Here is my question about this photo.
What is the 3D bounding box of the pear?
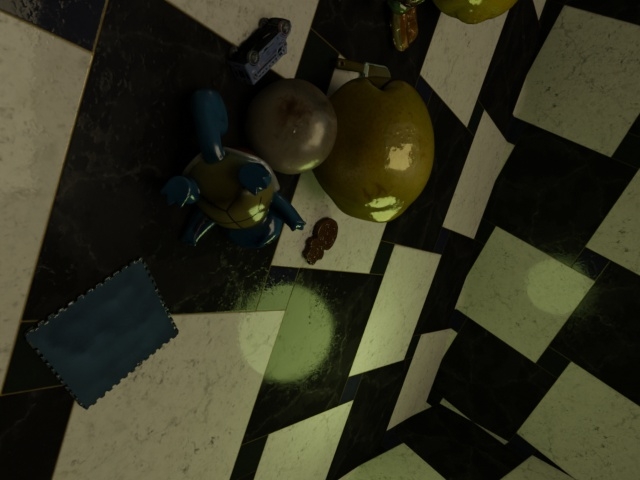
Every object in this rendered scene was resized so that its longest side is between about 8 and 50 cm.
[{"bbox_3d":[0.145,-0.253,1.268,0.362,0.362,0.419,-40,143,-35],"label":"pear"}]

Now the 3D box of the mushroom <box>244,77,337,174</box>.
[{"bbox_3d":[-0.072,-0.278,1.091,0.226,0.178,0.227,-2,109,-7],"label":"mushroom"}]

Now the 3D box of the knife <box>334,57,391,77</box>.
[{"bbox_3d":[0.140,-0.523,1.387,0.343,0.027,0.061,-21,121,-52],"label":"knife"}]

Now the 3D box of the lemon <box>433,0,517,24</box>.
[{"bbox_3d":[0.514,-0.891,1.444,0.348,0.347,0.348,-31,132,-42],"label":"lemon"}]

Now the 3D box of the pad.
[{"bbox_3d":[-0.456,0.204,0.977,0.269,0.012,0.269,-40,137,-36],"label":"pad"}]

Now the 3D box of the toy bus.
[{"bbox_3d":[-0.132,-0.436,1.015,0.167,0.073,0.076,-51,146,-18],"label":"toy bus"}]

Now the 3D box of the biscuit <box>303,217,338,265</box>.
[{"bbox_3d":[0.000,0.000,1.490,0.175,0.026,0.124,-53,143,-21],"label":"biscuit"}]

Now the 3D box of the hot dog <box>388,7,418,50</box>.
[{"bbox_3d":[0.256,-0.726,1.398,0.109,0.072,0.270,-52,145,-26],"label":"hot dog"}]

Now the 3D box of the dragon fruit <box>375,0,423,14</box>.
[{"bbox_3d":[0.218,-0.760,1.169,0.130,0.268,0.295,-36,151,-24],"label":"dragon fruit"}]

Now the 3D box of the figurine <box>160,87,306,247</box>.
[{"bbox_3d":[-0.206,-0.110,0.995,0.297,0.243,0.417,-16,131,3],"label":"figurine"}]
